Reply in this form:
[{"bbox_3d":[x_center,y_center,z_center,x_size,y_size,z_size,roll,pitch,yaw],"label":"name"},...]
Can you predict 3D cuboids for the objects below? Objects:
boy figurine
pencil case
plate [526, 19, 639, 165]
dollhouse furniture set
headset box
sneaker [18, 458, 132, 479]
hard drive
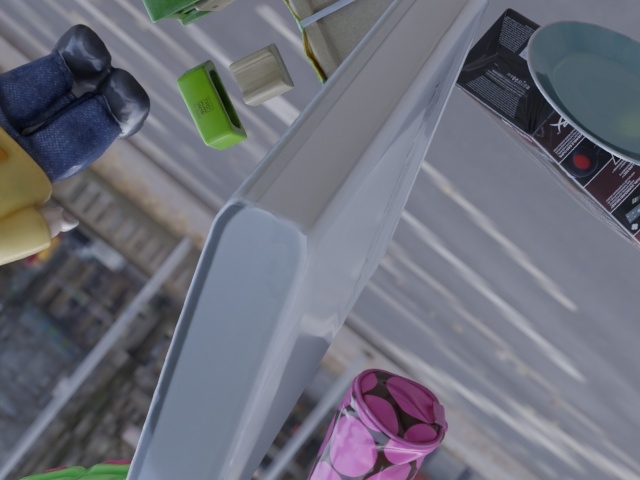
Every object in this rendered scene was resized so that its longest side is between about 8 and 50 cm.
[{"bbox_3d":[-0.274,-0.058,1.281,0.177,0.285,0.092,52,150,-1],"label":"boy figurine"},{"bbox_3d":[0.036,0.208,1.386,0.098,0.209,0.095,18,-146,-8],"label":"pencil case"},{"bbox_3d":[0.259,-0.122,1.442,0.188,0.188,0.024,38,129,10],"label":"plate"},{"bbox_3d":[-0.012,-0.245,1.778,0.197,0.301,0.151,65,-167,-1],"label":"dollhouse furniture set"},{"bbox_3d":[0.307,-0.102,1.828,0.293,0.110,0.218,40,-176,-31],"label":"headset box"},{"bbox_3d":[-0.261,0.270,0.959,0.202,0.483,0.185,-105,-3,-49],"label":"sneaker"},{"bbox_3d":[0.000,0.000,0.767,0.040,0.203,0.307,25,-147,7],"label":"hard drive"}]
